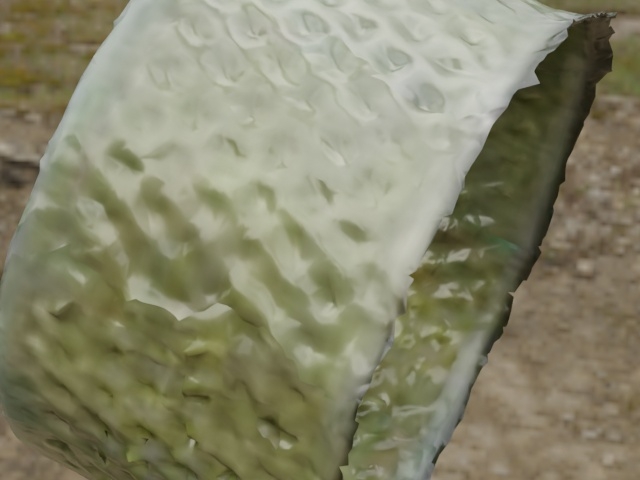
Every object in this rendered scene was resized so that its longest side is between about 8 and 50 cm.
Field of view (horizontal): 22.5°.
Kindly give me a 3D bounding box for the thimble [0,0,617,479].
[{"bbox_3d":[0.000,0.000,0.666,0.150,0.270,0.271,25,20,13],"label":"thimble"}]
